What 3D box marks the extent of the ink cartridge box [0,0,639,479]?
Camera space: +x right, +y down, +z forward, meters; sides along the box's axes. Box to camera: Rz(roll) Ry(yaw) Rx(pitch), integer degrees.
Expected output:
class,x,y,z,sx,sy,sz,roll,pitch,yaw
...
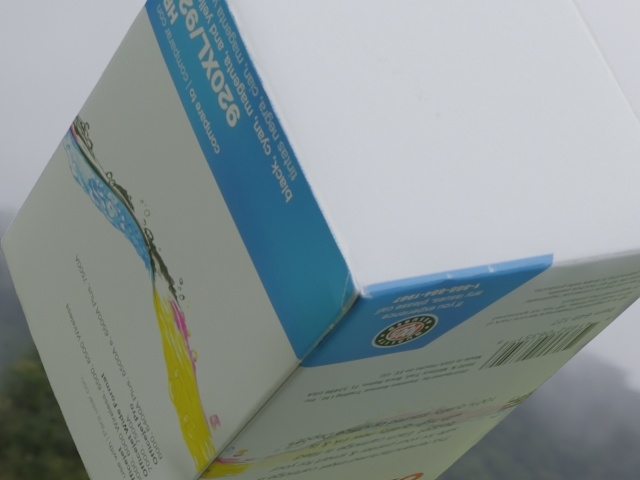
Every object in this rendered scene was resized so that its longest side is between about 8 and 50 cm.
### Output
class,x,y,z,sx,sy,sz,roll,pitch,yaw
ink cartridge box,0.000,0.000,0.799,0.171,0.168,0.233,-8,-27,-35
